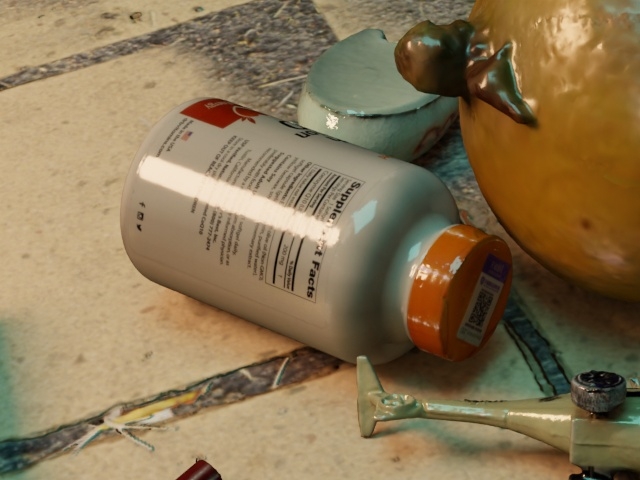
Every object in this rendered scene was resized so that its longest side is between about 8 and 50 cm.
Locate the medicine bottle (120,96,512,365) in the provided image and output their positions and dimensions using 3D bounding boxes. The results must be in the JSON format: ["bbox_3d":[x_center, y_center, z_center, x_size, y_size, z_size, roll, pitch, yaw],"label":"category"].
[{"bbox_3d":[0.000,0.000,1.486,0.289,0.157,0.157,20,47,31],"label":"medicine bottle"}]

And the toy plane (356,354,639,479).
[{"bbox_3d":[0.161,0.124,1.366,0.286,0.092,0.108,2,18,11],"label":"toy plane"}]

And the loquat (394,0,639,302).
[{"bbox_3d":[0.231,-0.117,1.459,0.359,0.328,0.328,3,37,-11],"label":"loquat"}]

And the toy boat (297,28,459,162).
[{"bbox_3d":[0.053,-0.115,1.703,0.134,0.079,0.207,14,32,14],"label":"toy boat"}]

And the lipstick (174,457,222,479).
[{"bbox_3d":[-0.138,0.213,1.352,0.027,0.027,0.176,26,51,35],"label":"lipstick"}]
